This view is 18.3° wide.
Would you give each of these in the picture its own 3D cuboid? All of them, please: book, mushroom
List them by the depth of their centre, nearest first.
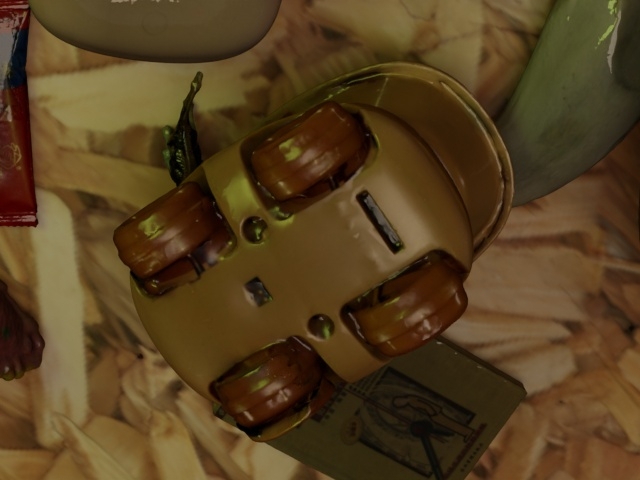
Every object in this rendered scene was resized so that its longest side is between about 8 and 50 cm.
[{"bbox_3d":[0.187,-0.102,1.599,0.118,0.103,0.270,33,108,-17],"label":"mushroom"},{"bbox_3d":[0.045,0.136,1.710,0.231,0.026,0.161,30,104,-19],"label":"book"}]

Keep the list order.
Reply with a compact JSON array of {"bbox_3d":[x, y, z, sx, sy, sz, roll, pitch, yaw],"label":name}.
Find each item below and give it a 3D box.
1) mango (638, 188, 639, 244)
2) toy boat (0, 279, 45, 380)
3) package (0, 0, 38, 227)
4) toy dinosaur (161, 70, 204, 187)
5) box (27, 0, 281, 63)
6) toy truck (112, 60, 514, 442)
[{"bbox_3d":[0.374,-0.076,1.541,0.300,0.232,0.446,-36,130,-34],"label":"mango"},{"bbox_3d":[-0.366,0.044,1.570,0.318,0.099,0.141,18,67,-16],"label":"toy boat"},{"bbox_3d":[-0.267,-0.102,1.564,0.083,0.022,0.200,-2,114,-9],"label":"package"},{"bbox_3d":[-0.110,-0.065,1.595,0.037,0.058,0.180,0,125,-2],"label":"toy dinosaur"},{"bbox_3d":[-0.125,-0.208,1.507,0.200,0.088,0.146,4,110,-12],"label":"box"},{"bbox_3d":[0.000,0.000,1.519,0.288,0.211,0.204,-32,98,20],"label":"toy truck"}]
